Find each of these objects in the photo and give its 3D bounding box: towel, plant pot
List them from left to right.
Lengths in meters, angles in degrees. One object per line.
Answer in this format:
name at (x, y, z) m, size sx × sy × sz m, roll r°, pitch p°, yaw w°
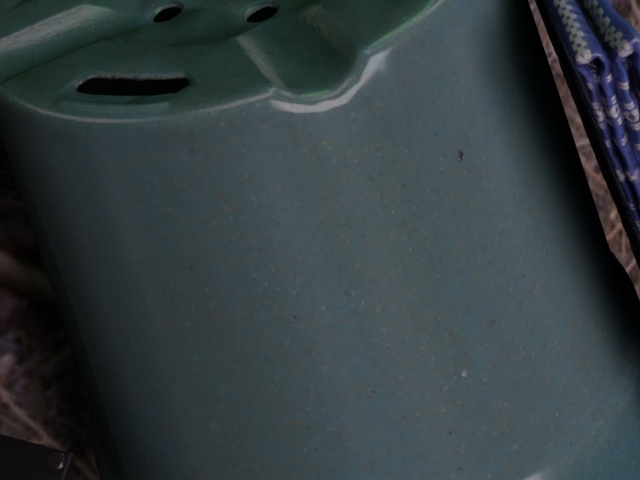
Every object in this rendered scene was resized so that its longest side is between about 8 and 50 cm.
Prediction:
plant pot at (0.000, 0.000, 0.926) m, size 0.341 × 0.341 × 0.334 m, roll -38°, pitch 131°, yaw -25°
towel at (0.164, -0.039, 0.916) m, size 0.040 × 0.243 × 0.336 m, roll -23°, pitch 129°, yaw 7°

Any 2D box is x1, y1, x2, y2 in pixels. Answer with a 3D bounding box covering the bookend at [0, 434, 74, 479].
bookend at (-0.197, 0.146, 0.918) m, size 0.156 × 0.157 × 0.072 m, roll 81°, pitch 24°, yaw -65°
